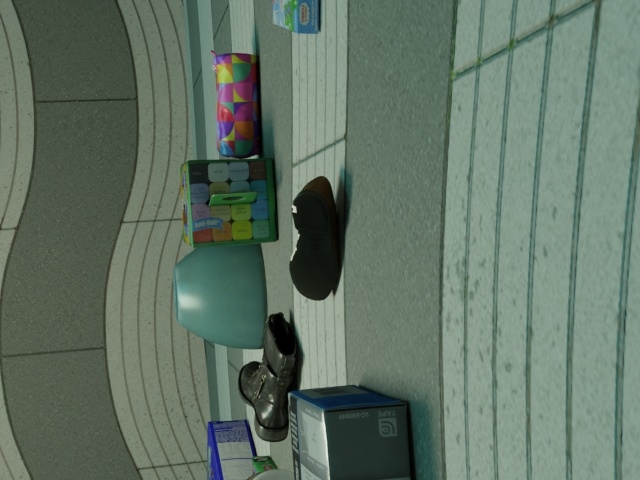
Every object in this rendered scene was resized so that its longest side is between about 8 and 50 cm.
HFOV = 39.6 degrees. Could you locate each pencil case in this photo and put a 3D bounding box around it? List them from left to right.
[{"bbox_3d":[-0.183,-0.296,1.932,0.104,0.104,0.236,-153,60,-75],"label":"pencil case"}]

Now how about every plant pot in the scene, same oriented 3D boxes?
[{"bbox_3d":[-0.247,0.122,2.112,0.290,0.196,0.290,176,90,-78],"label":"plant pot"}]

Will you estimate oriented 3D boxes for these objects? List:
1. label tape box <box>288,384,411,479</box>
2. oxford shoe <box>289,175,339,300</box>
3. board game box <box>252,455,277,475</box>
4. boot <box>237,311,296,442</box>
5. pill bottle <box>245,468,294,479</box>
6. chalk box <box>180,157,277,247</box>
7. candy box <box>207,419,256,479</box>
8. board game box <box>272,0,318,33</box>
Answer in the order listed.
[{"bbox_3d":[0.039,0.361,1.112,0.240,0.106,0.333,157,109,-77],"label":"label tape box"},{"bbox_3d":[0.000,0.000,1.315,0.076,0.076,0.212,-62,-18,-49],"label":"oxford shoe"},{"bbox_3d":[-0.110,0.669,1.998,0.213,0.046,0.317,-172,79,-76],"label":"board game box"},{"bbox_3d":[-0.094,0.244,1.761,0.263,0.091,0.229,-125,38,-59],"label":"boot"},{"bbox_3d":[-0.097,0.507,1.699,0.229,0.131,0.131,125,140,-70],"label":"pill bottle"},{"bbox_3d":[-0.192,-0.079,1.848,0.289,0.180,0.179,-162,69,-78],"label":"chalk box"},{"bbox_3d":[-0.228,0.675,2.352,0.317,0.122,0.268,-116,27,-62],"label":"candy box"},{"bbox_3d":[-0.042,-0.416,1.404,0.211,0.039,0.160,-126,34,-69],"label":"board game box"}]
